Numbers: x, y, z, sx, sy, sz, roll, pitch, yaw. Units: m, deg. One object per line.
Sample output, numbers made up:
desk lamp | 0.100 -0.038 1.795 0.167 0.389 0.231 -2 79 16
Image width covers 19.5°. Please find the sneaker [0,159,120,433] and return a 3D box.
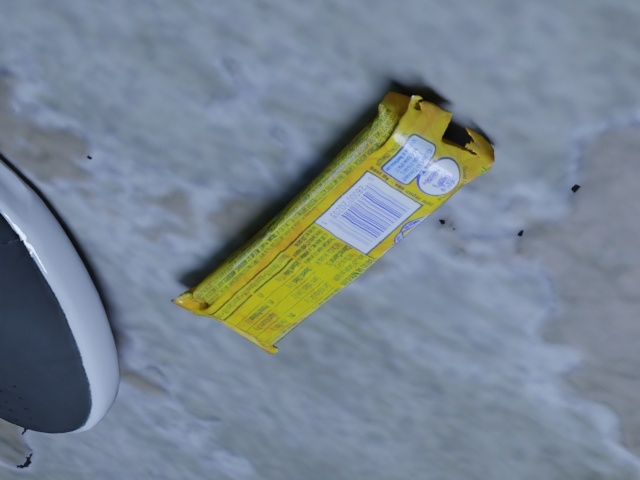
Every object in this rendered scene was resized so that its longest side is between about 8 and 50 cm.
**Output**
sneaker | -0.187 0.006 0.599 0.105 0.147 0.295 -10 133 38

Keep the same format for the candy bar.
candy bar | 0.000 0.000 0.584 0.040 0.018 0.161 31 144 -12
